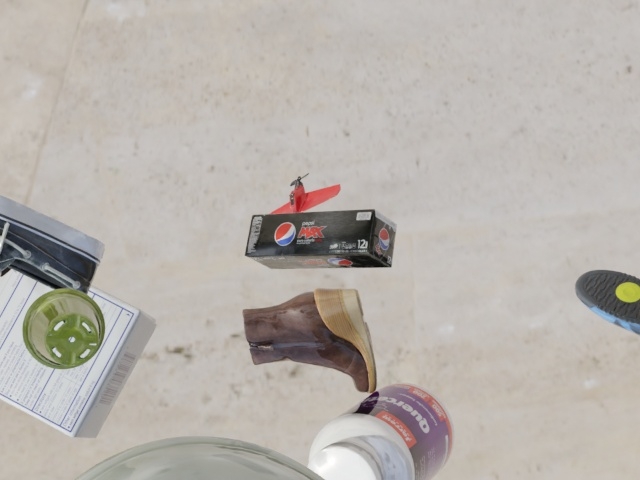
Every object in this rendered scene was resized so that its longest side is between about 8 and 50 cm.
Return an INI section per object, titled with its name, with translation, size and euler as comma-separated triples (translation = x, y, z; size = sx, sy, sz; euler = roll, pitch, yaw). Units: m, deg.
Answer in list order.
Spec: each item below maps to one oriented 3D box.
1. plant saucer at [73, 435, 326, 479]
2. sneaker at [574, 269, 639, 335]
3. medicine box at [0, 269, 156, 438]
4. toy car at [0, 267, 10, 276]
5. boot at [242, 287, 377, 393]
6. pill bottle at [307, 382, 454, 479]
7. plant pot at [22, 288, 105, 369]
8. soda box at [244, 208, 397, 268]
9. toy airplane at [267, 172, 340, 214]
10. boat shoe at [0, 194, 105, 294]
[plant saucer]
translation = -0.077, 0.344, 0.984
size = 0.400, 0.401, 0.100
euler = 14, 144, -16
[sneaker]
translation = 0.406, 0.103, 1.375
size = 0.209, 0.069, 0.082
euler = 21, 148, 25
[medicine box]
translation = -0.507, 0.195, 2.149
size = 0.289, 0.263, 0.149
euler = 26, 172, 10
[toy car]
translation = -0.589, 0.064, 1.979
size = 0.040, 0.122, 0.060
euler = -3, 140, 41
[boot]
translation = -0.015, 0.187, 1.972
size = 0.206, 0.090, 0.248
euler = -13, 127, 4
[pill bottle]
translation = 0.097, 0.357, 1.888
size = 0.181, 0.323, 0.182
euler = 3, 98, 23
[plant pot]
translation = -0.249, 0.093, 1.119
size = 0.083, 0.079, 0.083
euler = -1, 94, -19
[soda box]
translation = 0.000, 0.000, 1.299
size = 0.168, 0.053, 0.060
euler = -1, 162, 32
[toy airplane]
translation = -0.038, -0.034, 1.670
size = 0.151, 0.151, 0.028
euler = -33, 135, 25
[boat shoe]
translation = -0.453, 0.001, 1.579
size = 0.306, 0.105, 0.113
euler = 27, 161, -36
